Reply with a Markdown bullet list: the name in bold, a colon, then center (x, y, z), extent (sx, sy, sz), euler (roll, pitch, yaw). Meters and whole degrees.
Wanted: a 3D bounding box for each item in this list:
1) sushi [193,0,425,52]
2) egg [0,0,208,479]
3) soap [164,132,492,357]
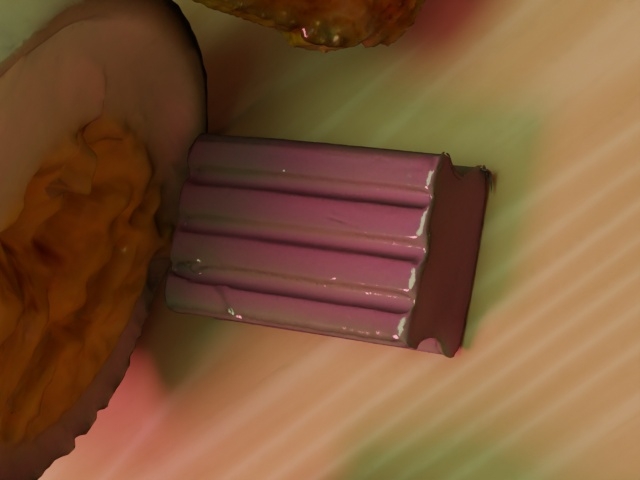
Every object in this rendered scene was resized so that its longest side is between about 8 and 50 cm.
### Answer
- **sushi**: center (-0.042, -0.215, 1.102), extent (0.139, 0.274, 0.184), euler (-62, 23, 21)
- **egg**: center (-0.295, -0.052, 1.162), extent (0.340, 0.354, 0.354), euler (22, 94, 20)
- **soap**: center (0.000, 0.000, 1.140), extent (0.203, 0.065, 0.122), euler (8, 85, 39)
